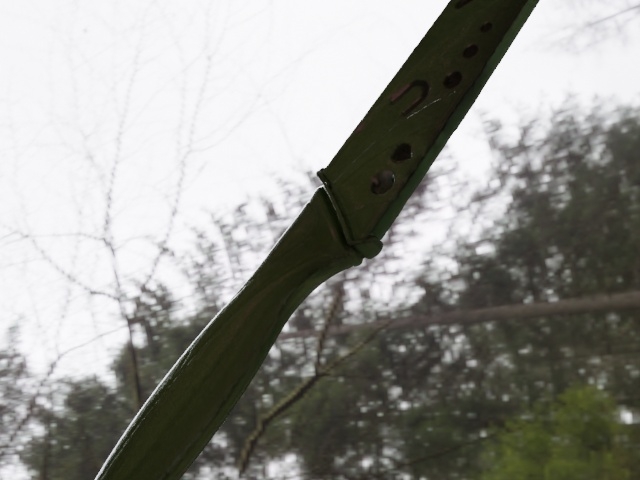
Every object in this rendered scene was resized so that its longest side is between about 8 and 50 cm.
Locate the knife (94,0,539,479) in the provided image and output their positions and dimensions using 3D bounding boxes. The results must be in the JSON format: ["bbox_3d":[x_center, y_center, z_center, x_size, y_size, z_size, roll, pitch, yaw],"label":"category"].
[{"bbox_3d":[0.001,0.001,0.459,0.293,0.043,0.020,-54,-46,-8],"label":"knife"}]
